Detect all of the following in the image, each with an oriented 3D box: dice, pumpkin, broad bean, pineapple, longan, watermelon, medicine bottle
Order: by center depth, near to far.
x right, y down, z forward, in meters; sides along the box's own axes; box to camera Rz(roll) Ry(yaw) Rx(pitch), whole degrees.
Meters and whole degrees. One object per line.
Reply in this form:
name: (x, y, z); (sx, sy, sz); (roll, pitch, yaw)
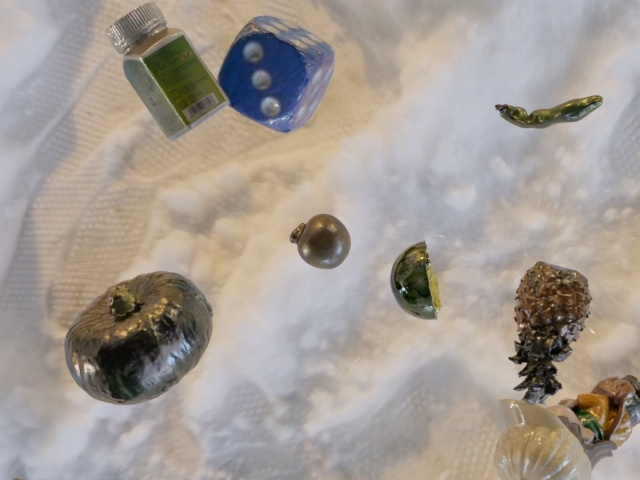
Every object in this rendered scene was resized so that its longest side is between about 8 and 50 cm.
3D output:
watermelon: (0.122, 0.056, 1.340); (0.062, 0.105, 0.105); (-12, 87, 5)
pineapple: (0.305, 0.129, 1.379); (0.108, 0.108, 0.197); (11, 65, 11)
pumpkin: (-0.249, 0.128, 1.397); (0.212, 0.211, 0.152); (-35, 117, 9)
medicine bottle: (-0.230, -0.251, 1.519); (0.088, 0.132, 0.188); (-37, 99, -19)
dice: (-0.071, -0.263, 1.613); (0.146, 0.143, 0.146); (29, 111, 8)
broad bean: (0.420, -0.232, 1.880); (0.195, 0.061, 0.046); (0, 59, 23)
longan: (0.000, 0.000, 1.962); (0.119, 0.106, 0.106); (16, 92, 17)

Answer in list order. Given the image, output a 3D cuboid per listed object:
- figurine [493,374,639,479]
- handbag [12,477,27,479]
figurine: (0.465, 0.365, 1.850); (0.332, 0.185, 0.204); (-5, 60, -24)
handbag: (-0.241, 0.413, 1.280); (0.326, 0.238, 0.089); (25, 86, 32)
